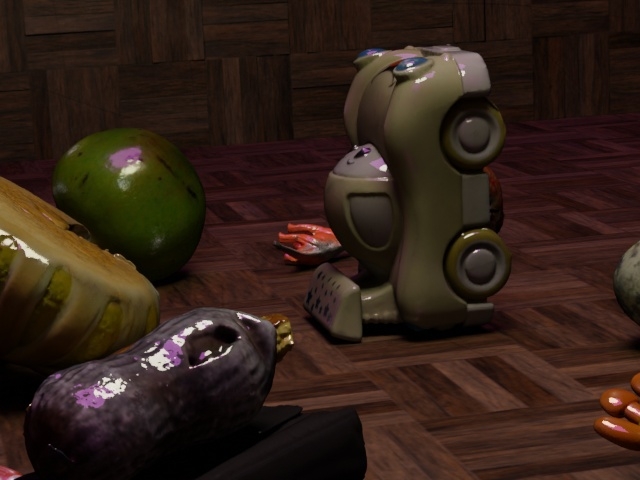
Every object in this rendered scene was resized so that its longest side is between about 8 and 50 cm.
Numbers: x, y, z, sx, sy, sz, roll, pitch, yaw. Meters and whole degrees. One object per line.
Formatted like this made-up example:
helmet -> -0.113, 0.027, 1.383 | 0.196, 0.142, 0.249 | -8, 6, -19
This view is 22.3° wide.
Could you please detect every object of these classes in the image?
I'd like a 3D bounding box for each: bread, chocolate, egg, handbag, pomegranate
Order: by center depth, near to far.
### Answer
chocolate -> -0.131, 0.125, 1.287 | 0.248, 0.110, 0.110 | -19, 19, -42
handbag -> -0.110, 0.203, 1.358 | 0.223, 0.080, 0.247 | -3, 11, 39
bread -> -0.343, 0.039, 1.795 | 0.333, 0.160, 0.333 | 32, 4, -2
egg -> 0.416, 0.048, 1.837 | 0.181, 0.141, 0.141 | -3, 10, -19
pomegranate -> -0.302, -0.025, 2.275 | 0.236, 0.236, 0.302 | 8, 38, 43

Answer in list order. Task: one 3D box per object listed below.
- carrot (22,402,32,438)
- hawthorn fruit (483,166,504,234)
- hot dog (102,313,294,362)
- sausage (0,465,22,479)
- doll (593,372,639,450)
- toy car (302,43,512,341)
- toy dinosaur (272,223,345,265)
carrot -> -0.148, 0.133, 1.385 | 0.228, 0.069, 0.069 | -17, 18, -42
hawthorn fruit -> 0.151, -0.049, 2.315 | 0.181, 0.181, 0.235 | -10, 17, -33
hot dog -> -0.121, 0.139, 1.642 | 0.261, 0.093, 0.123 | -13, 9, 45
sausage -> -0.299, 0.214, 1.424 | 0.145, 0.050, 0.048 | 8, 42, 39
doll -> 0.329, 0.156, 1.317 | 0.143, 0.135, 0.221 | -23, 32, -35
toy car -> 0.091, -0.063, 1.983 | 0.226, 0.336, 0.242 | -7, 12, -12
toy dinosaur -> -0.001, 0.006, 2.406 | 0.101, 0.055, 0.279 | 12, 15, 23
